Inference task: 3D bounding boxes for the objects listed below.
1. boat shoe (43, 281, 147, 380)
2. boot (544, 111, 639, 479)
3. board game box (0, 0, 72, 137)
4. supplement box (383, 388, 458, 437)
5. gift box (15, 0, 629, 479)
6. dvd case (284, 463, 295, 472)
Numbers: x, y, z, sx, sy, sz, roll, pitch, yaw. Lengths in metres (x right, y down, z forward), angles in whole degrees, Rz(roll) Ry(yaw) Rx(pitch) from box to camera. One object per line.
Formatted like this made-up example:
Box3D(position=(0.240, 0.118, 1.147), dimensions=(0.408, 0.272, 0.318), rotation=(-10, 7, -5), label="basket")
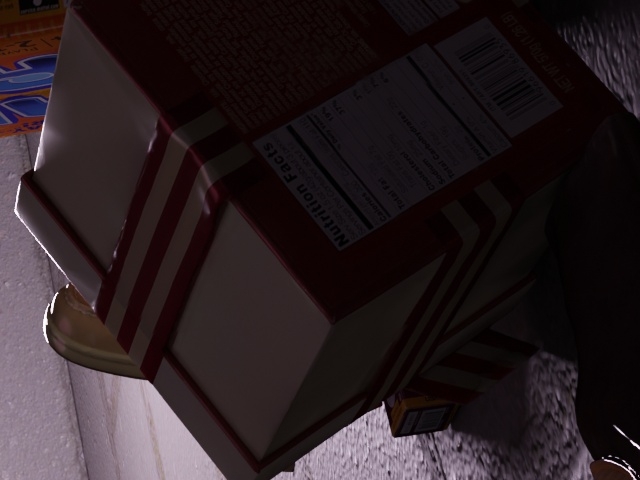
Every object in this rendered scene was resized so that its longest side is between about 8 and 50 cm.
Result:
Box3D(position=(-0.039, 0.025, 1.271), dimensions=(0.104, 0.285, 0.089), rotation=(-123, 32, -52), label="boat shoe")
Box3D(position=(0.158, 0.031, 0.885), dimensions=(0.248, 0.090, 0.207), rotation=(105, 153, -64), label="boot")
Box3D(position=(-0.240, -0.294, 1.569), dimensions=(0.356, 0.357, 0.356), rotation=(26, -125, -79), label="board game box")
Box3D(position=(0.066, 0.090, 1.378), dimensions=(0.055, 0.043, 0.083), rotation=(105, 155, -60), label="supplement box")
Box3D(position=(0.011, -0.031, 1.101), dimensions=(0.255, 0.276, 0.258), rotation=(55, 151, 16), label="gift box")
Box3D(position=(-0.022, 0.035, 1.451), dimensions=(0.164, 0.018, 0.221), rotation=(-101, 16, -56), label="dvd case")
